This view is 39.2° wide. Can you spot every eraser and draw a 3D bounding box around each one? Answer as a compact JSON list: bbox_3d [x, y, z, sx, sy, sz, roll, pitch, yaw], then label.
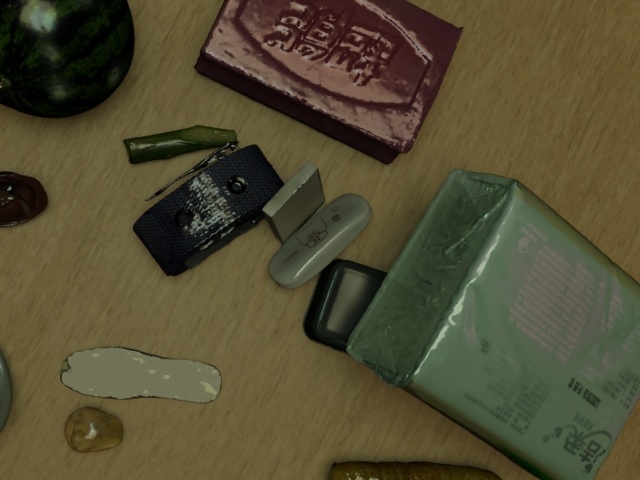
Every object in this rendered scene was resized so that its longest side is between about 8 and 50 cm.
[{"bbox_3d":[-0.039,-0.055,1.380,0.023,0.150,0.104,41,81,14],"label":"eraser"}]

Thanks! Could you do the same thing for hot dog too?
[{"bbox_3d":[0.153,0.382,1.419,0.289,0.083,0.068,8,66,-8],"label":"hot dog"}]

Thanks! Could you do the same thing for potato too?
[{"bbox_3d":[-0.344,0.289,1.363,0.083,0.062,0.068,10,101,-29],"label":"potato"}]

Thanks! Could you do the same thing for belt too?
[{"bbox_3d":[-0.172,-0.054,1.373,0.230,0.139,0.126,-36,85,-8],"label":"belt"}]

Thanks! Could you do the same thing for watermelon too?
[{"bbox_3d":[-0.400,-0.309,1.298,0.269,0.269,0.269,1,86,-8],"label":"watermelon"}]

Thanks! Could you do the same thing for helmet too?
[{"bbox_3d":[-0.475,-0.072,1.365,0.111,0.057,0.089,-14,124,-14],"label":"helmet"}]

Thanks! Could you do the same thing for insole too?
[{"bbox_3d":[-0.277,0.211,1.398,0.248,0.011,0.081,8,88,-9],"label":"insole"}]

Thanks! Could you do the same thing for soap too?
[{"bbox_3d":[0.011,-0.301,1.417,0.359,0.128,0.233,25,83,-7],"label":"soap"}]

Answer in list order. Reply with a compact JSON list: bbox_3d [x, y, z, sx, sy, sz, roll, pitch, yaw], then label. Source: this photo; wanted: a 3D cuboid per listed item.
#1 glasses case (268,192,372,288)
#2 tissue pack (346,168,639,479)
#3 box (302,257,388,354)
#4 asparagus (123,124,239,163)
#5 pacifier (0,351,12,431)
[{"bbox_3d":[0.000,0.000,1.419,0.193,0.074,0.049,-41,133,-9],"label":"glasses case"},{"bbox_3d":[0.289,0.139,1.332,0.405,0.205,0.331,36,82,-29],"label":"tissue pack"},{"bbox_3d":[0.085,0.118,1.418,0.201,0.090,0.144,21,83,-6],"label":"box"},{"bbox_3d":[-0.218,-0.155,1.416,0.178,0.041,0.045,-12,96,-10],"label":"asparagus"},{"bbox_3d":[-0.608,0.226,1.279,0.233,0.244,0.299,-22,63,21],"label":"pacifier"}]
